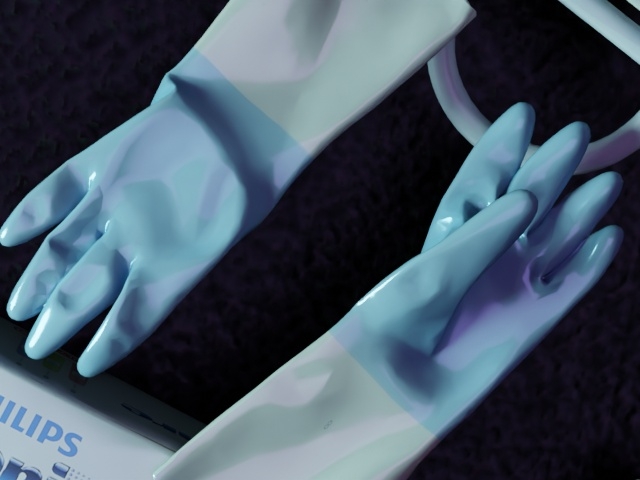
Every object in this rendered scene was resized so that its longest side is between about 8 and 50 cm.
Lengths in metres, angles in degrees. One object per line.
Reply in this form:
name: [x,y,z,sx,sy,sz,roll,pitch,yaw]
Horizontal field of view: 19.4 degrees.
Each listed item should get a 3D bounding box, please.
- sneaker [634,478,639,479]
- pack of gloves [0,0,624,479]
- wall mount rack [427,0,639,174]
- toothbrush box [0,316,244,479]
sneaker: [0.111,0.229,0.859,0.126,0.091,0.240,0,95,-4]
pack of gloves: [0.000,0.000,0.747,0.195,0.046,0.232,44,84,-5]
wall mount rack: [0.217,-0.154,0.798,0.304,0.130,0.350,38,109,-4]
toothbrush box: [-0.129,0.205,0.821,0.206,0.122,0.283,28,92,-6]
